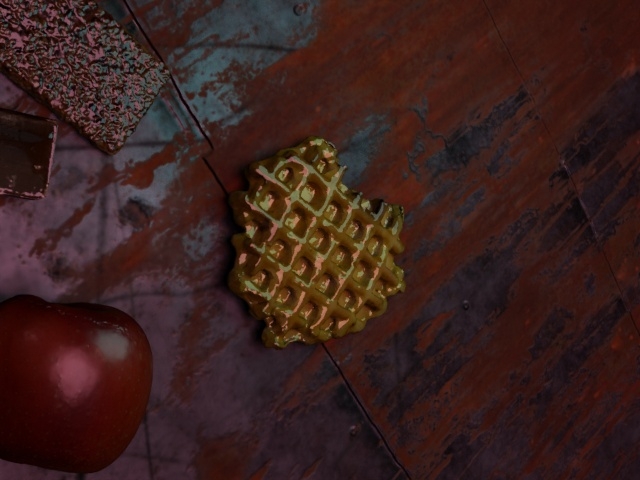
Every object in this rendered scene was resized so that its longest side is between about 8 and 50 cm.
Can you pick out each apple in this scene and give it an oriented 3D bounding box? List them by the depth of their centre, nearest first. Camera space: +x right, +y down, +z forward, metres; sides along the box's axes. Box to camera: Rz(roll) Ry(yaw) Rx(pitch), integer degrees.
[{"bbox_3d":[-0.259,0.139,0.922,0.181,0.181,0.169,19,81,-33],"label":"apple"}]

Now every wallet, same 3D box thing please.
[{"bbox_3d":[-0.358,-0.098,0.941,0.176,0.026,0.095,11,79,-35],"label":"wallet"}]

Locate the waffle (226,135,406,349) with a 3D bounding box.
[{"bbox_3d":[0.001,0.000,1.170,0.291,0.051,0.291,-3,95,-34],"label":"waffle"}]

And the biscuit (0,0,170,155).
[{"bbox_3d":[-0.275,-0.206,0.996,0.231,0.025,0.131,39,69,-28],"label":"biscuit"}]
